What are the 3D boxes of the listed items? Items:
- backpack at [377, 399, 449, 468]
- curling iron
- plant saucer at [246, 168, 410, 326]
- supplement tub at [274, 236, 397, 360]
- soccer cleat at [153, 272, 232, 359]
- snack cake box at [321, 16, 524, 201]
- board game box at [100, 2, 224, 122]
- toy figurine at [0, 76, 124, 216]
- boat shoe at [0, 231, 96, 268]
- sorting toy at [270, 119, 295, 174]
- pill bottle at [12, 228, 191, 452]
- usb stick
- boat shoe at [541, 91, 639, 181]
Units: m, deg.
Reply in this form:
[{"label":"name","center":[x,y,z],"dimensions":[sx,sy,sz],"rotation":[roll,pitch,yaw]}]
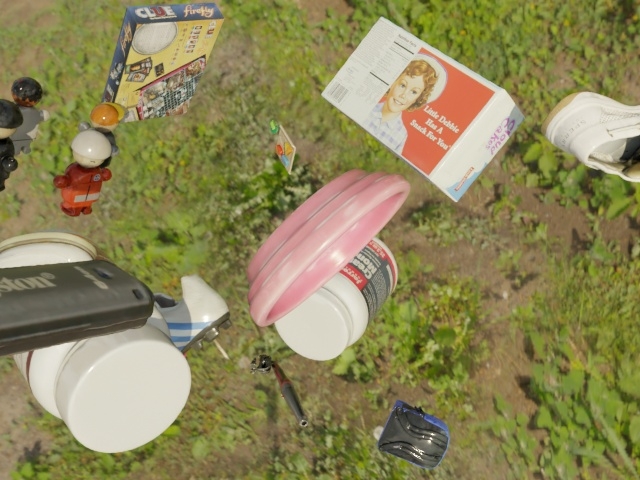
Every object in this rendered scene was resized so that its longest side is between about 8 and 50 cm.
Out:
[{"label":"backpack","center":[0.181,0.359,1.419],"dimensions":[0.120,0.101,0.097],"rotation":[23,100,9]},{"label":"curling iron","center":[-0.084,0.317,1.603],"dimensions":[0.068,0.035,0.274],"rotation":[-11,25,-21]},{"label":"plant saucer","center":[0.000,0.000,1.224],"dimensions":[0.332,0.332,0.084],"rotation":[-42,80,-8]},{"label":"supplement tub","center":[0.036,0.112,1.627],"dimensions":[0.191,0.191,0.272],"rotation":[10,31,23]},{"label":"soccer cleat","center":[-0.318,0.190,1.486],"dimensions":[0.331,0.116,0.143],"rotation":[-38,85,19]},{"label":"snack cake box","center":[0.140,-0.195,1.094],"dimensions":[0.152,0.089,0.264],"rotation":[-51,51,8]},{"label":"board game box","center":[-0.282,-0.307,1.331],"dimensions":[0.165,0.243,0.042],"rotation":[-16,65,-36]},{"label":"toy figurine","center":[-0.428,-0.161,1.211],"dimensions":[0.213,0.148,0.209],"rotation":[17,30,-12]},{"label":"boat shoe","center":[-0.427,0.077,1.014],"dimensions":[0.302,0.113,0.103],"rotation":[-18,51,23]},{"label":"sorting toy","center":[-0.063,-0.151,1.198],"dimensions":[0.012,0.062,0.083],"rotation":[-14,52,-22]},{"label":"pill bottle","center":[-0.380,0.150,1.228],"dimensions":[0.224,0.224,0.392],"rotation":[-46,43,-10]},{"label":"usb stick","center":[-0.211,0.045,0.448],"dimensions":[0.077,0.278,0.045],"rotation":[20,101,27]},{"label":"boat shoe","center":[0.400,-0.114,0.946],"dimensions":[0.277,0.098,0.096],"rotation":[-1,48,-29]}]
